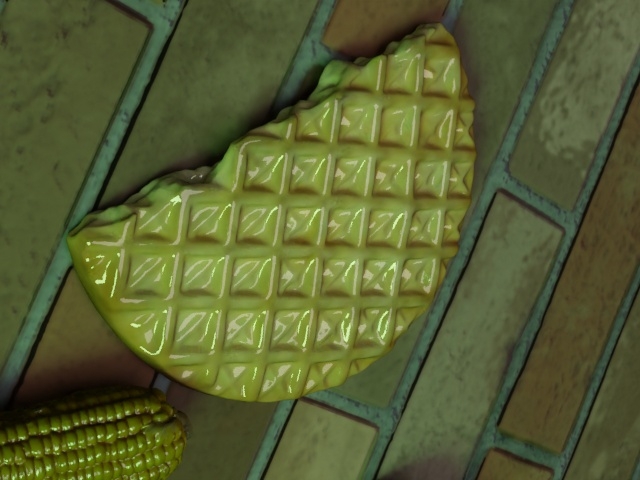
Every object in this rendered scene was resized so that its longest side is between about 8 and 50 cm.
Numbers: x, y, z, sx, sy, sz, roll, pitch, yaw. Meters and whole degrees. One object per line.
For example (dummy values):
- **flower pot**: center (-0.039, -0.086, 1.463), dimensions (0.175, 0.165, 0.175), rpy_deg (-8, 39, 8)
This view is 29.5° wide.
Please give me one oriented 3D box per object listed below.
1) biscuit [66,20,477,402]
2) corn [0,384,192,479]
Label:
- **biscuit**: center (0.000, 0.000, 0.802), dimensions (0.309, 0.040, 0.204), rpy_deg (-33, 119, -25)
- **corn**: center (-0.169, 0.127, 0.693), dimensions (0.207, 0.068, 0.068), rpy_deg (-9, 106, -31)
